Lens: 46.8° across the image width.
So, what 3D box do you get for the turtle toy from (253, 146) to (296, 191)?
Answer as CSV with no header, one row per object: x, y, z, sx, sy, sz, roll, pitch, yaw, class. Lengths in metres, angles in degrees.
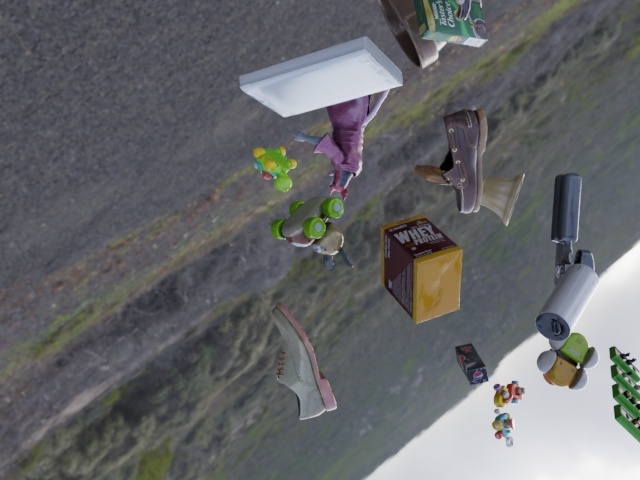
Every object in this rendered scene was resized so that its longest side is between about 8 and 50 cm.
-0.111,-0.174,1.794,0.095,0.130,0.066,-8,139,-44,turtle toy

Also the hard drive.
0.003,-0.357,1.648,0.307,0.040,0.203,-10,165,27,hard drive

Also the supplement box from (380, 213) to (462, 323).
0.257,0.070,1.914,0.129,0.194,0.191,-16,125,-18,supplement box

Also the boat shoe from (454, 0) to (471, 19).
0.320,-0.565,1.676,0.043,0.049,0.137,-6,136,-4,boat shoe

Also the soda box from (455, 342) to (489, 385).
0.464,0.379,2.275,0.060,0.053,0.169,-12,-163,-1,soda box

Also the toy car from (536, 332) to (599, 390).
0.752,0.369,2.282,0.182,0.159,0.136,-58,178,-13,toy car

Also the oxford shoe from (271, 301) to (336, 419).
-0.086,0.397,2.414,0.146,0.397,0.140,-25,179,-7,oxford shoe

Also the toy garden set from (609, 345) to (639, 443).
0.815,0.406,1.859,0.049,0.204,0.244,-37,-161,35,toy garden set

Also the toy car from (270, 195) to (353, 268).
0.000,0.000,1.820,0.155,0.188,0.149,-1,-142,49,toy car

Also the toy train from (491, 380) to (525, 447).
0.463,0.409,1.784,0.046,0.125,0.166,-14,-127,40,toy train

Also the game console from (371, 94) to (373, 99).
0.109,-0.492,2.385,0.071,0.122,0.107,-104,-155,-54,game console

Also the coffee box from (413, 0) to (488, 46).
0.320,-0.541,1.813,0.184,0.113,0.040,1,161,-27,coffee box

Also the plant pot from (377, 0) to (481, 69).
0.309,-0.642,2.038,0.229,0.263,0.263,-31,174,3,plant pot

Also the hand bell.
0.331,-0.128,1.700,0.126,0.242,0.126,18,90,-75,hand bell

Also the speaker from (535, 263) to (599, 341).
0.379,0.094,1.131,0.136,0.055,0.055,-43,176,-40,speaker

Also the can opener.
0.609,-0.018,1.779,0.095,0.284,0.076,4,180,-10,can opener

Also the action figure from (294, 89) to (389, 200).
0.091,-0.299,2.170,0.275,0.370,0.248,-4,169,31,action figure

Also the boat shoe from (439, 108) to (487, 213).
0.237,-0.131,1.255,0.073,0.073,0.207,-12,129,-4,boat shoe
